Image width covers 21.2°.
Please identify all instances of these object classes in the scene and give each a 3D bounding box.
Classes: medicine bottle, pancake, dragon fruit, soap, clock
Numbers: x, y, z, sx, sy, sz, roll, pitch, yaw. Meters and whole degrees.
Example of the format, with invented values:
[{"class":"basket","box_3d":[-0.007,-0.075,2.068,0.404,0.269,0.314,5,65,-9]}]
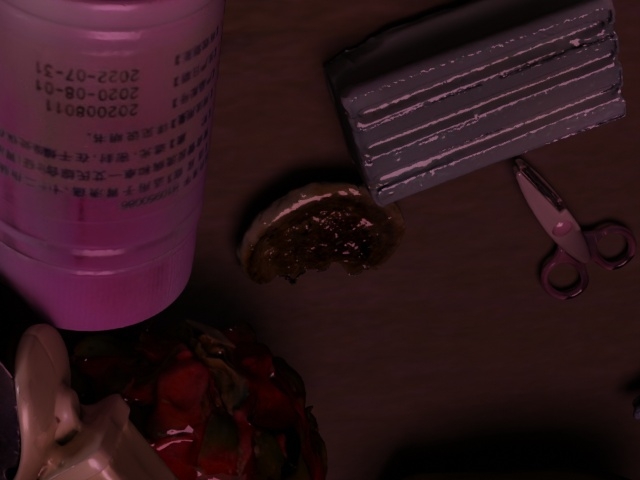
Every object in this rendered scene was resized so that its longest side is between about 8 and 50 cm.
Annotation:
[{"class":"medicine bottle","box_3d":[-0.142,-0.082,1.070,0.152,0.152,0.254,-5,133,-17]},{"class":"pancake","box_3d":[0.000,-0.005,1.276,0.129,0.022,0.116,-13,146,-8]},{"class":"dragon fruit","box_3d":[-0.111,0.189,1.284,0.231,0.237,0.302,3,144,3]},{"class":"soap","box_3d":[0.110,-0.109,1.206,0.198,0.063,0.114,-20,134,-4]},{"class":"clock","box_3d":[-0.305,0.177,1.121,0.379,0.120,0.276,-32,108,22]}]

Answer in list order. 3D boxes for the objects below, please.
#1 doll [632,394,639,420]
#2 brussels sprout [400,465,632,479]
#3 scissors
[{"class":"doll","box_3d":[0.368,0.151,1.536,0.120,0.075,0.180,-41,132,21]},{"class":"brussels sprout","box_3d":[0.196,0.338,1.505,0.355,0.281,0.289,30,154,-22]},{"class":"scissors","box_3d":[0.190,-0.012,1.356,0.085,0.022,0.176,-33,137,11]}]
